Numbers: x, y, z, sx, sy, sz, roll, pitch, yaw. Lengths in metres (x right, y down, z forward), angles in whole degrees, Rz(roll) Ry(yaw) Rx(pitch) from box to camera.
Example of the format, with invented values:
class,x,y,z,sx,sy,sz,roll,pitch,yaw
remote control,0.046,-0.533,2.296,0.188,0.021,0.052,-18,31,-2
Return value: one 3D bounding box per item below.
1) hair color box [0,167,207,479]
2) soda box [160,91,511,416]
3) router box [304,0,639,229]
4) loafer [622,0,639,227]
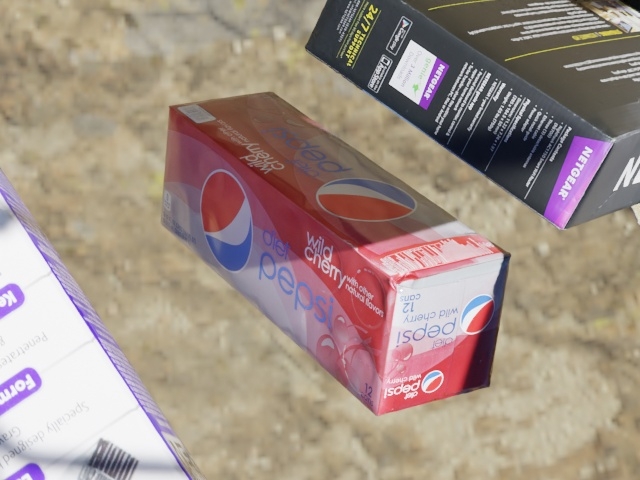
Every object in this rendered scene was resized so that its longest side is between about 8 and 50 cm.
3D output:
class,x,y,z,sx,sy,sz,roll,pitch,yaw
hair color box,-0.219,0.061,0.934,0.185,0.339,0.110,-34,169,-3
soda box,0.000,0.000,1.058,0.083,0.263,0.092,-10,120,-31
router box,0.097,-0.070,0.730,0.179,0.133,0.046,-16,138,-55
loafer,0.183,-0.079,0.875,0.102,0.268,0.092,-28,136,28
